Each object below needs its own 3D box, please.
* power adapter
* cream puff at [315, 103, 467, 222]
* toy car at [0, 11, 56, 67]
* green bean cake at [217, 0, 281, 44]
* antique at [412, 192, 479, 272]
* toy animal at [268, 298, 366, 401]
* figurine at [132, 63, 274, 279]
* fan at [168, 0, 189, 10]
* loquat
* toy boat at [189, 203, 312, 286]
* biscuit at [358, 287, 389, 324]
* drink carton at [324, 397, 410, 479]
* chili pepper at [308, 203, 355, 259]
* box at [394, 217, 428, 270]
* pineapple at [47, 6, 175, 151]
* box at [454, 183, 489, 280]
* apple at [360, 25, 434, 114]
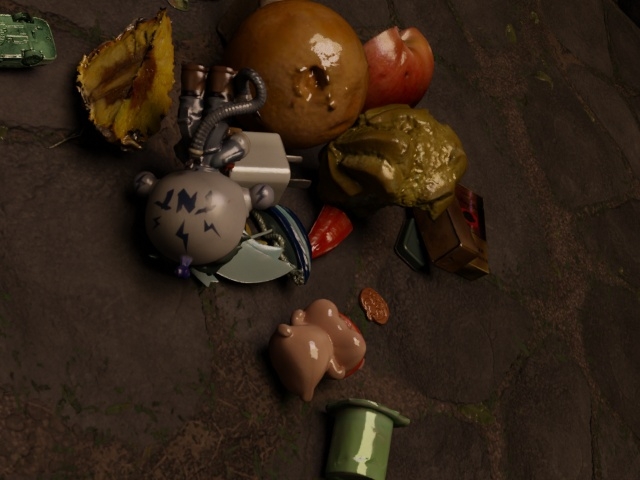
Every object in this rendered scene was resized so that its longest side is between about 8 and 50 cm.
[{"bbox_3d":[-0.119,-0.144,1.814,0.205,0.125,0.130,1,54,-26],"label":"power adapter"},{"bbox_3d":[0.152,-0.194,1.994,0.270,0.323,0.274,41,55,-52],"label":"cream puff"},{"bbox_3d":[-0.581,-0.346,1.554,0.224,0.076,0.090,-8,75,-39],"label":"toy car"},{"bbox_3d":[-0.141,-0.510,2.004,0.109,0.179,0.085,-11,64,-45],"label":"green bean cake"},{"bbox_3d":[0.293,-0.075,2.218,0.087,0.093,0.310,23,40,-44],"label":"antique"},{"bbox_3d":[0.000,0.213,1.754,0.198,0.171,0.171,-22,84,-45],"label":"toy animal"},{"bbox_3d":[-0.218,-0.119,1.620,0.186,0.261,0.382,11,86,-66],"label":"figurine"},{"bbox_3d":[-0.315,-0.544,1.988,0.060,0.003,0.080,38,46,-24],"label":"fan"},{"bbox_3d":[-0.053,-0.355,1.897,0.328,0.328,0.328,23,53,-35],"label":"loquat"},{"bbox_3d":[-0.140,0.020,1.787,0.291,0.067,0.220,-20,71,-46],"label":"toy boat"},{"bbox_3d":[0.122,0.151,2.015,0.091,0.015,0.078,44,43,-17],"label":"biscuit"},{"bbox_3d":[0.076,0.404,1.738,0.144,0.146,0.142,31,57,-28],"label":"drink carton"},{"bbox_3d":[-0.002,-0.004,1.951,0.088,0.065,0.169,42,49,0],"label":"chili pepper"},{"bbox_3d":[0.234,0.007,2.198,0.091,0.031,0.126,44,42,-18],"label":"box"},{"bbox_3d":[-0.379,-0.274,1.695,0.161,0.158,0.334,70,23,-58],"label":"pineapple"},{"bbox_3d":[0.365,-0.030,2.325,0.159,0.071,0.240,24,53,-31],"label":"box"},{"bbox_3d":[0.175,-0.394,2.201,0.163,0.251,0.293,54,41,7],"label":"apple"}]
